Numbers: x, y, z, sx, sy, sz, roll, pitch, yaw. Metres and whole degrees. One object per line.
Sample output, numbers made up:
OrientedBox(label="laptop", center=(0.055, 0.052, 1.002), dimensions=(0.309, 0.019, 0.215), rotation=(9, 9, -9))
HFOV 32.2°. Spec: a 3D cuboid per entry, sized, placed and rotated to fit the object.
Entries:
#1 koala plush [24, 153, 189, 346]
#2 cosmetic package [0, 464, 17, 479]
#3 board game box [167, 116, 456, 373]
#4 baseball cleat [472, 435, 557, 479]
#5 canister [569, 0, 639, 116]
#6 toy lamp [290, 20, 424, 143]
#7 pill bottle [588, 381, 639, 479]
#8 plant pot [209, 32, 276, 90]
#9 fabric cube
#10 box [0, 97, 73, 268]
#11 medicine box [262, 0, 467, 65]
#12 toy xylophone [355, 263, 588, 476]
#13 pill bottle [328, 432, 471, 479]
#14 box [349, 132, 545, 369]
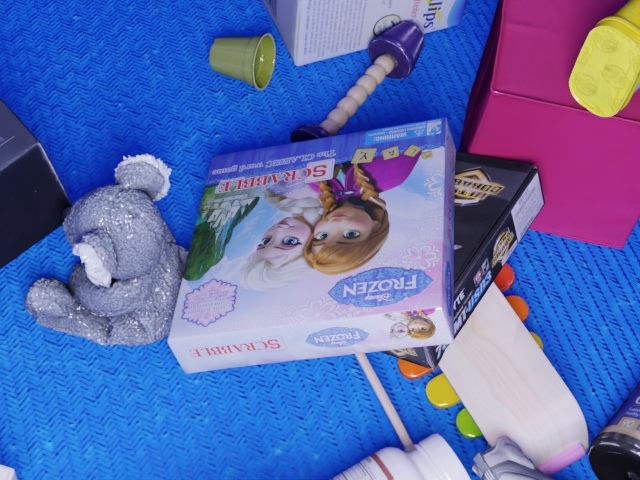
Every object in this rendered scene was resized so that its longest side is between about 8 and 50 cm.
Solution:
OrientedBox(label="koala plush", center=(-0.236, 0.008, 1.325), dimensions=(0.203, 0.221, 0.196), rotation=(22, 57, 9))
OrientedBox(label="cosmetic package", center=(-0.424, 0.302, 1.152), dimensions=(0.184, 0.151, 0.151), rotation=(17, 56, 4))
OrientedBox(label="board game box", center=(0.000, 0.000, 1.321), dimensions=(0.319, 0.066, 0.318), rotation=(-9, 44, 15))
OrientedBox(label="baseball cleat", center=(0.244, 0.272, 1.240), dimensions=(0.072, 0.206, 0.109), rotation=(-42, 49, 16))
OrientedBox(label="canister", center=(0.379, -0.238, 1.306), dimensions=(0.073, 0.126, 0.170), rotation=(39, 59, 19))
OrientedBox(label="toy lamp", center=(0.060, -0.219, 1.596), dimensions=(0.080, 0.080, 0.274), rotation=(33, 60, 15))
OrientedBox(label="pill bottle", center=(0.427, 0.212, 1.320), dimensions=(0.123, 0.122, 0.219), rotation=(37, 61, 18))
OrientedBox(label="plant pot", center=(-0.117, -0.266, 1.614), dimensions=(0.079, 0.083, 0.083), rotation=(12, 55, 18))
OrientedBox(label="fabric cube", center=(0.334, -0.183, 1.492), dimensions=(0.254, 0.258, 0.259), rotation=(13, 56, 3))
OrientedBox(label="box", center=(-0.540, -0.074, 1.342), dimensions=(0.343, 0.179, 0.312), rotation=(-39, 67, -15))
OrientedBox(label="medicine box", center=(0.047, -0.438, 1.696), dimensions=(0.289, 0.149, 0.263), rotation=(-17, 60, -16))
OrientedBox(label="toy xylophone", center=(0.172, 0.156, 1.351), dimensions=(0.236, 0.081, 0.322), rotation=(-20, 62, -4))
OrientedBox(label="pill bottle", center=(0.057, 0.302, 1.198), dimensions=(0.216, 0.121, 0.121), rotation=(-29, 63, -8))
OrientedBox(label="box", center=(0.085, -0.002, 1.392), dimensions=(0.296, 0.073, 0.293), rotation=(16, 52, 36))
